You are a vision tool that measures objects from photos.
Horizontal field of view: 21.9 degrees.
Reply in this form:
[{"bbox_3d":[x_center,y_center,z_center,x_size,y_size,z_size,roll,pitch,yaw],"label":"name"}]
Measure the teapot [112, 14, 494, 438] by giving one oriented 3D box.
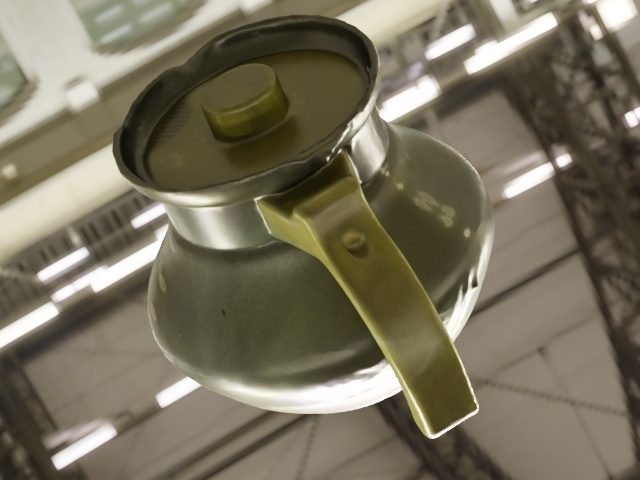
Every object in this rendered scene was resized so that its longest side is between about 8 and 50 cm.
[{"bbox_3d":[0.000,0.000,0.571,0.130,0.119,0.165,-32,-144,-9],"label":"teapot"}]
